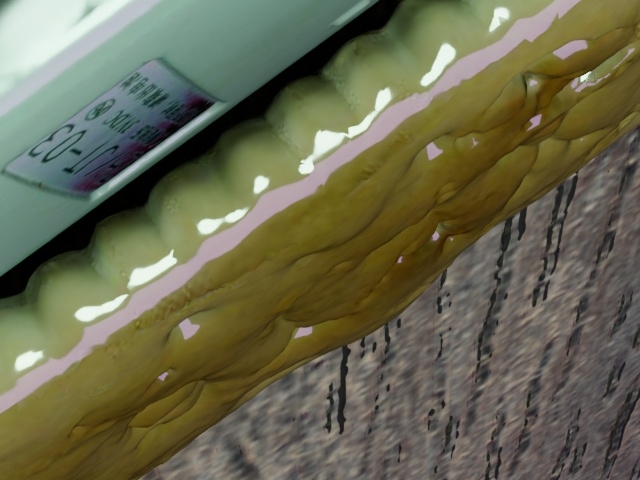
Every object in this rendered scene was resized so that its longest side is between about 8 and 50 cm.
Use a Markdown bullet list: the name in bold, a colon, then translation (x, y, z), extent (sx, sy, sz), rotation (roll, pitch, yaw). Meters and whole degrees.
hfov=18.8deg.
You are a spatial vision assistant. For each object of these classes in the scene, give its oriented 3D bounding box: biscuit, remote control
- **biscuit**: translation (0.000, 0.000, 0.590), extent (0.325, 0.044, 0.217), rotation (-35, 166, 1)
- **remote control**: translation (-0.034, -0.064, 0.449), extent (0.296, 0.056, 0.140), rotation (-37, 175, 4)
